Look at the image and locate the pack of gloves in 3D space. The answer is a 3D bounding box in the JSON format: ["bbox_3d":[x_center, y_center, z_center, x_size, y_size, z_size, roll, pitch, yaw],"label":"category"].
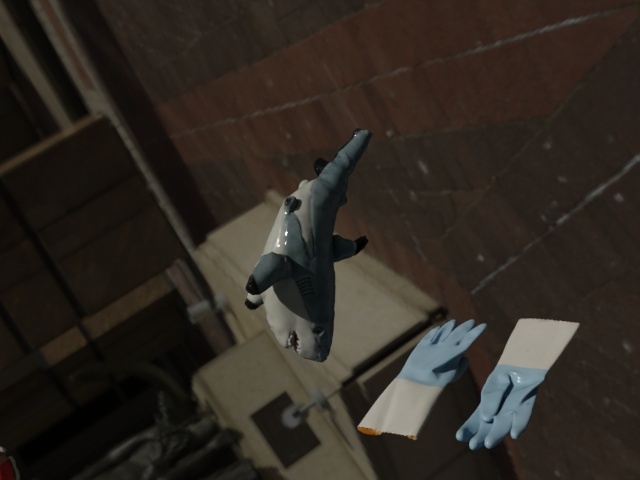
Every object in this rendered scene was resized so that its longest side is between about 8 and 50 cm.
[{"bbox_3d":[0.185,0.176,1.123,0.195,0.232,0.046,3,124,36],"label":"pack of gloves"}]

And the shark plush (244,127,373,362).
[{"bbox_3d":[0.000,0.000,0.649,0.067,0.161,0.073,22,154,0],"label":"shark plush"}]

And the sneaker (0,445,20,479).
[{"bbox_3d":[-0.464,0.331,1.043,0.107,0.279,0.118,59,178,-6],"label":"sneaker"}]
